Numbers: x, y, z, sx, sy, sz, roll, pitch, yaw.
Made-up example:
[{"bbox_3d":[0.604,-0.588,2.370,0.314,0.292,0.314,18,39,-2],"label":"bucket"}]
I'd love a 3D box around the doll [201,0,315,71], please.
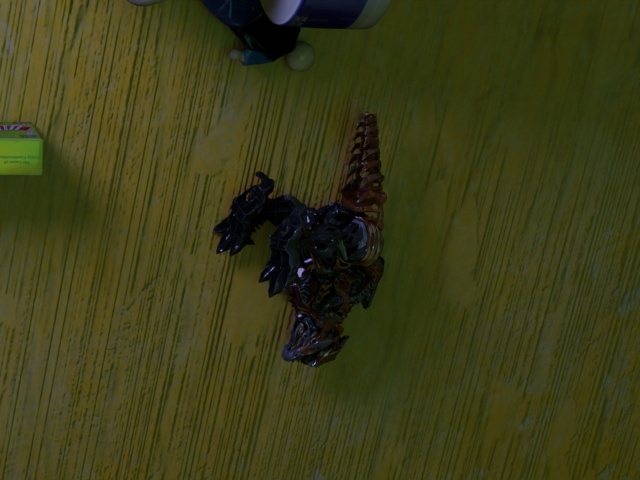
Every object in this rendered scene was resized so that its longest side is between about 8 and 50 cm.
[{"bbox_3d":[-0.071,-0.272,1.681,0.129,0.046,0.189,-46,116,0],"label":"doll"}]

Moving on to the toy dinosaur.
[{"bbox_3d":[0.000,0.000,1.769,0.218,0.164,0.322,8,86,-37],"label":"toy dinosaur"}]

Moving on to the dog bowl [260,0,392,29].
[{"bbox_3d":[0.004,-0.365,1.537,0.104,0.265,0.265,-2,108,-18],"label":"dog bowl"}]

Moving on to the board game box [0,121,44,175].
[{"bbox_3d":[-0.410,-0.105,1.584,0.181,0.092,0.043,0,107,-20],"label":"board game box"}]

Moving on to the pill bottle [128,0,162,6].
[{"bbox_3d":[-0.267,-0.450,1.447,0.407,0.229,0.229,38,92,-27],"label":"pill bottle"}]
